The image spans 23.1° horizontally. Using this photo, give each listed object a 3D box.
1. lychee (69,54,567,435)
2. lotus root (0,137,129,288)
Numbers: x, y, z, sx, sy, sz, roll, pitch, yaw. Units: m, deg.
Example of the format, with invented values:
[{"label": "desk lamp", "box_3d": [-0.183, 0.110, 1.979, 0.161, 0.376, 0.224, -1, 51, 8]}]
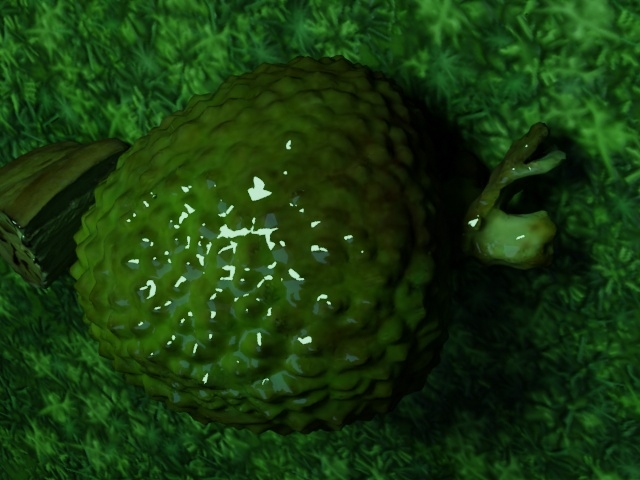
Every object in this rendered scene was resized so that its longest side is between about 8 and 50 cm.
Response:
[{"label": "lychee", "box_3d": [-0.012, 0.002, 1.098, 0.270, 0.319, 0.270, 29, 124, 55]}, {"label": "lotus root", "box_3d": [-0.237, -0.035, 1.331, 0.095, 0.135, 0.159, 41, 149, 7]}]
